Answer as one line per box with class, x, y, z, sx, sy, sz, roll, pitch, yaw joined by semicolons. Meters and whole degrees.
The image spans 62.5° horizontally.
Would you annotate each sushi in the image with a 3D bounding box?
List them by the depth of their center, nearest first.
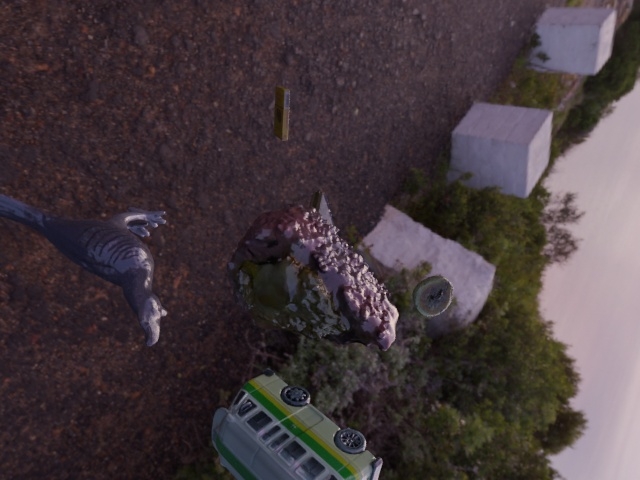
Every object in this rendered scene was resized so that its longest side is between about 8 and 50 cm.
sushi;-0.022;0.073;0.719;0.161;0.241;0.107;-43;180;37

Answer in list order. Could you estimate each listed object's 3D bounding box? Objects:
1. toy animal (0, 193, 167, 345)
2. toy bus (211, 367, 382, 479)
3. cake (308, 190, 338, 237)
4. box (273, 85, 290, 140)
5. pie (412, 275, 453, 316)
toy animal;-0.344;-0.001;0.843;0.081;0.367;0.206;-59;172;34
toy bus;-0.055;0.350;0.867;0.165;0.276;0.133;-15;124;-46
cake;0.018;0.007;1.211;0.117;0.086;0.220;14;88;-19
box;-0.121;-0.396;1.639;0.023;0.087;0.155;-7;116;-25
pie;0.215;0.106;0.999;0.084;0.021;0.084;-3;105;-11
